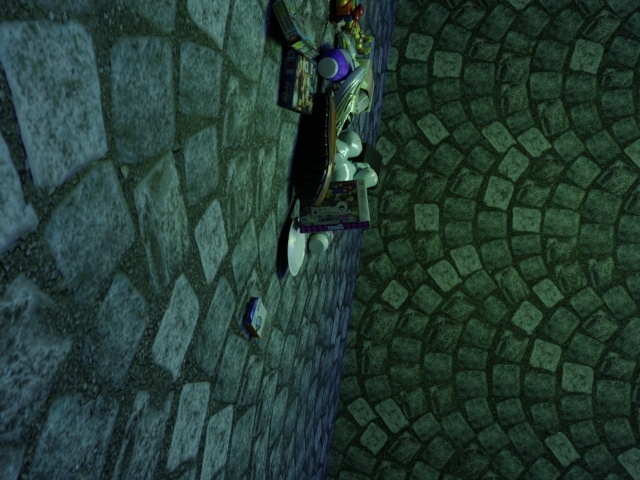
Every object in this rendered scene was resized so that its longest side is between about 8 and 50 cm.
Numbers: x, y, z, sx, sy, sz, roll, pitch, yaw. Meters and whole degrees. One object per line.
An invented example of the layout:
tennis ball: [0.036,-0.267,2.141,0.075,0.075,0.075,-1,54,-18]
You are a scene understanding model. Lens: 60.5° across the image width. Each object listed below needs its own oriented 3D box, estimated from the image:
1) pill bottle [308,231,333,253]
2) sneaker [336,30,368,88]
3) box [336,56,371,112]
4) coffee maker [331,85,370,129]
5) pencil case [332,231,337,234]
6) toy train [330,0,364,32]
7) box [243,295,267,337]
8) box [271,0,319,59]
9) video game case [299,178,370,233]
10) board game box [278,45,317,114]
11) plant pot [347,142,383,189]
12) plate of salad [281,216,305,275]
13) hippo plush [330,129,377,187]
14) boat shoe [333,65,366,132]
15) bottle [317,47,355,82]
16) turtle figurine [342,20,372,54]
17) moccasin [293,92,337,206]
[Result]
pill bottle: [0.000,0.000,2.198,0.137,0.078,0.078,-58,153,-66]
sneaker: [0.089,-0.691,2.159,0.240,0.126,0.091,66,16,-7]
box: [0.153,-0.667,2.360,0.232,0.126,0.149,42,57,-76]
coffee maker: [0.080,-0.512,2.110,0.178,0.171,0.120,-48,129,-34]
pencil case: [0.059,-0.092,2.464,0.152,0.064,0.070,77,8,-61]
toy train: [0.078,-0.846,1.953,0.248,0.105,0.143,-67,151,-52]
box: [-0.185,0.217,1.561,0.136,0.028,0.081,74,26,-59]
box: [-0.063,-0.557,1.460,0.114,0.036,0.207,66,15,-3]
video game case: [0.044,-0.117,1.833,0.042,0.232,0.210,82,6,-46]
board game box: [-0.063,-0.469,1.634,0.243,0.042,0.165,-34,131,-75]
plant pot: [0.170,-0.362,2.578,0.167,0.188,0.187,51,47,-57]
plate of salad: [-0.091,0.019,1.830,0.200,0.048,0.200,4,90,-78]
hippo plush: [0.056,-0.295,2.096,0.294,0.234,0.237,-30,121,-21]
boat shoe: [0.085,-0.481,1.965,0.302,0.094,0.109,-56,-178,1]
bottle: [0.054,-0.620,1.949,0.118,0.092,0.283,64,21,-13]
turtle figurine: [0.131,-0.847,2.191,0.217,0.087,0.270,47,31,-47]
moccasin: [-0.011,-0.295,1.834,0.147,0.139,0.380,36,53,-68]
